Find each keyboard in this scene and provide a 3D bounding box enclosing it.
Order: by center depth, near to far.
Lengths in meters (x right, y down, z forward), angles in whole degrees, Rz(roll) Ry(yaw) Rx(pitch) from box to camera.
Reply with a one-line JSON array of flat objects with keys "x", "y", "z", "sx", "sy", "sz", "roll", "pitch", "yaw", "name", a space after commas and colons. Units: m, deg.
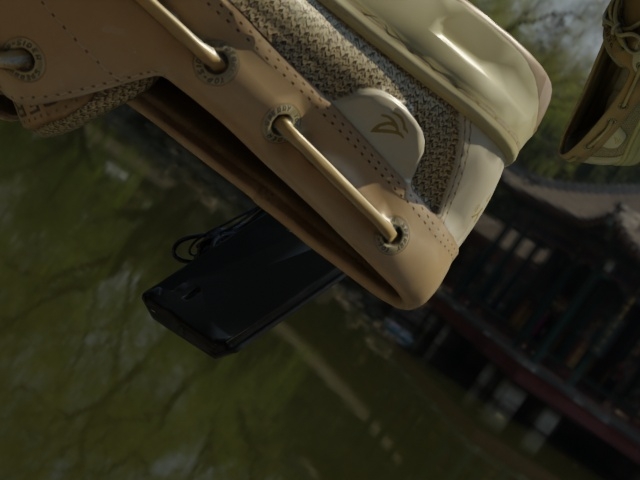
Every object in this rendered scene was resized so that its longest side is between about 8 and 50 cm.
[{"x": 0.000, "y": 0.000, "z": 0.598, "sx": 0.100, "sy": 0.192, "sz": 0.038, "roll": 29, "pitch": -36, "yaw": 46, "name": "keyboard"}]

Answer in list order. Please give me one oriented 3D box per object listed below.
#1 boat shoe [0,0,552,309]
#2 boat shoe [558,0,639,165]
[{"x": -0.075, "y": -0.088, "z": 0.377, "sx": 0.341, "sy": 0.110, "sz": 0.122, "roll": 30, "pitch": -5, "yaw": -18, "name": "boat shoe"}, {"x": 0.176, "y": -0.101, "z": 0.662, "sx": 0.153, "sy": 0.048, "sz": 0.056, "roll": 92, "pitch": -6, "yaw": -54, "name": "boat shoe"}]
